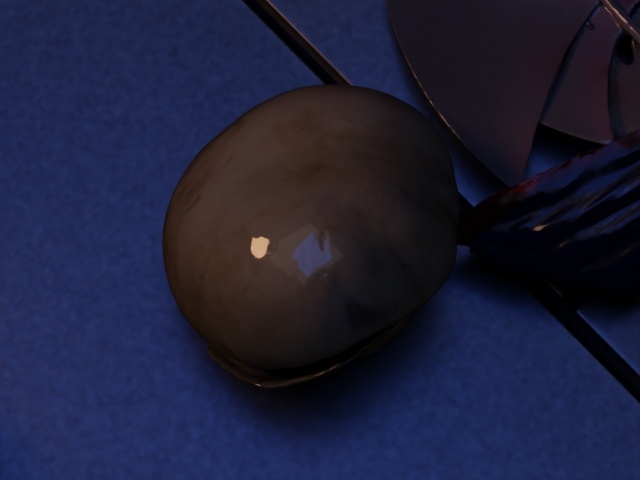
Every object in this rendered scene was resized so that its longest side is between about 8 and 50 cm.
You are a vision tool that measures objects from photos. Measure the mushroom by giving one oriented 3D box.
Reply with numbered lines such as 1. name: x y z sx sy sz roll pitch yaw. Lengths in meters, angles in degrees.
1. mushroom: 0.000 0.000 0.859 0.154 0.122 0.154 -22 40 20

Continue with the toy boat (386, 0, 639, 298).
1. toy boat: 0.110 -0.095 0.914 0.318 0.072 0.219 31 72 14
